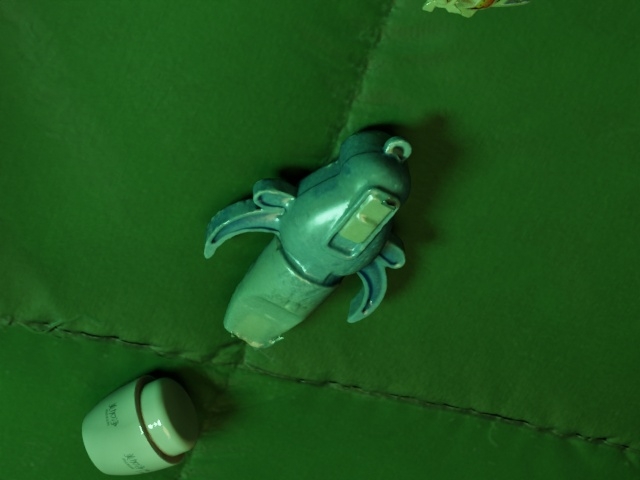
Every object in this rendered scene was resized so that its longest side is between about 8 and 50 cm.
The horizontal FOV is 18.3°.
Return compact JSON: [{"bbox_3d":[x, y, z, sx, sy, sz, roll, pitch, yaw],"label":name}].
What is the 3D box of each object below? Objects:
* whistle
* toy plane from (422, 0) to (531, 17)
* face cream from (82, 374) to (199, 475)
[{"bbox_3d":[0.000,0.000,1.794,0.180,0.093,0.269,26,126,-25],"label":"whistle"},{"bbox_3d":[0.041,-0.238,1.603,0.286,0.108,0.092,18,126,-5],"label":"toy plane"},{"bbox_3d":[-0.173,0.180,1.902,0.095,0.091,0.091,-23,128,19],"label":"face cream"}]
